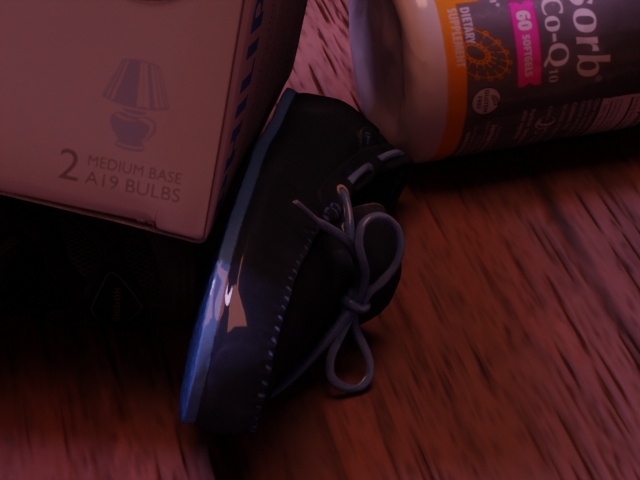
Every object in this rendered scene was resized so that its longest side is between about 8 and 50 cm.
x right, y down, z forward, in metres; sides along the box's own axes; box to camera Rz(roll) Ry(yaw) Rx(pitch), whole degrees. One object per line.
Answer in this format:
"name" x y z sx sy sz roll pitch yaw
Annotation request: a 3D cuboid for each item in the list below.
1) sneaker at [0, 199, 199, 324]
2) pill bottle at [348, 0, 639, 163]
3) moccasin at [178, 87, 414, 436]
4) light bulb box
"sneaker" -0.169 -0.023 1.154 0.130 0.087 0.227 -5 39 -19
"pill bottle" 0.173 -0.154 1.284 0.278 0.162 0.162 -11 35 -15
"moccasin" 0.000 0.000 1.080 0.117 0.138 0.342 20 36 -1
"light bulb box" -0.190 -0.190 1.092 0.358 0.225 0.361 12 21 3
